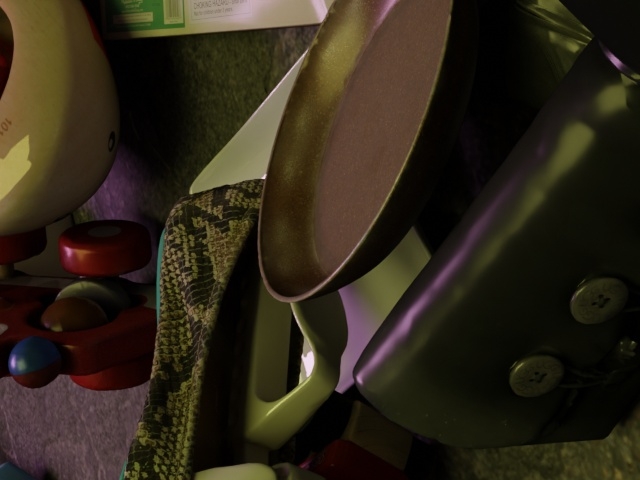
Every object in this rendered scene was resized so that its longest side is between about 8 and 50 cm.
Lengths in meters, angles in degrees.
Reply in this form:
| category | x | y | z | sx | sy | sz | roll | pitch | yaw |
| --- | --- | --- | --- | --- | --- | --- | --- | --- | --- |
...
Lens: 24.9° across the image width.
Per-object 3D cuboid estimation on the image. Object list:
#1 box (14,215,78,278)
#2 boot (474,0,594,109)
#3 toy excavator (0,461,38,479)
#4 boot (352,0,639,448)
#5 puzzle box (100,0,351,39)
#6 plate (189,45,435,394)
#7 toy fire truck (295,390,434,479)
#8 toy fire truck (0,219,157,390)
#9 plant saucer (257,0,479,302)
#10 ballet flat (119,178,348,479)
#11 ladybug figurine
| category | x | y | z | sx | sy | sz | roll | pitch | yaw |
| --- | --- | --- | --- | --- | --- | --- | --- | --- | --- |
| box | -0.405 | 0.049 | 1.790 | 0.275 | 0.113 | 0.094 | -28 | 73 | 48 |
| boot | 0.196 | -0.200 | 1.034 | 0.161 | 0.083 | 0.246 | 16 | 114 | 42 |
| toy excavator | -0.502 | 0.335 | 1.842 | 0.445 | 0.433 | 0.222 | 31 | 124 | 12 |
| boot | 0.134 | -0.052 | 0.915 | 0.146 | 0.367 | 0.445 | -94 | 28 | -43 |
| puzzle box | -0.094 | -0.334 | 1.381 | 0.409 | 0.052 | 0.272 | 7 | 102 | 51 |
| plate | 0.000 | 0.000 | 1.326 | 0.277 | 0.045 | 0.278 | -44 | 62 | 45 |
| toy fire truck | -0.007 | 0.286 | 1.242 | 0.217 | 0.158 | 0.246 | -41 | 22 | 46 |
| toy fire truck | -0.305 | 0.088 | 1.510 | 0.302 | 0.254 | 0.169 | 5 | 111 | 15 |
| plant saucer | 0.038 | -0.094 | 1.109 | 0.310 | 0.050 | 0.310 | -52 | 26 | 39 |
| ballet flat | -0.063 | 0.147 | 1.166 | 0.182 | 0.164 | 0.483 | -19 | 51 | 33 |
| ladybug figurine | -0.353 | -0.167 | 1.569 | 0.305 | 0.162 | 0.449 | -53 | 48 | 13 |
